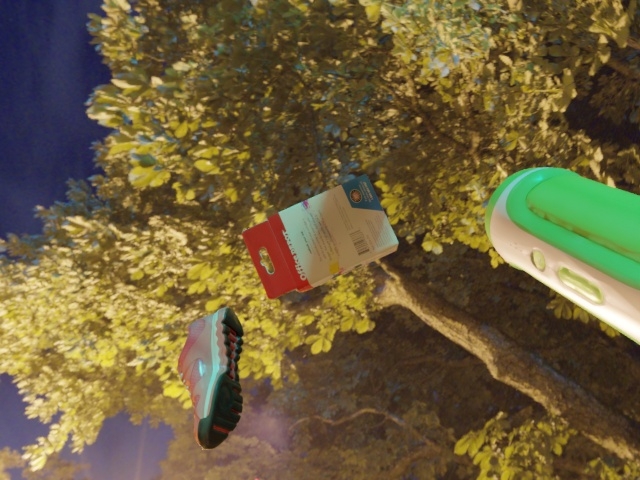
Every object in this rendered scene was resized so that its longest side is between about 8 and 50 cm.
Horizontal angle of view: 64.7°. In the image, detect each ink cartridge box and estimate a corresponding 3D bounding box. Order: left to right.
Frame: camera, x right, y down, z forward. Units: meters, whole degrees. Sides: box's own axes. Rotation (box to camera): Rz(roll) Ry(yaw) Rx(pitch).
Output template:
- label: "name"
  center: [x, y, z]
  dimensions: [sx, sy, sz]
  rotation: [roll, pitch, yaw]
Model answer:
- label: "ink cartridge box"
  center: [0.000, 0.000, 0.859]
  dimensions: [0.231, 0.078, 0.134]
  rotation: [-24, -100, 1]

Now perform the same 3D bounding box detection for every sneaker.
- label: "sneaker"
  center: [-0.251, 0.302, 1.107]
  dimensions: [0.136, 0.313, 0.116]
  rotation: [-15, -41, 15]

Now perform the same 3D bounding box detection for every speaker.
- label: "speaker"
  center: [0.283, 0.016, 0.476]
  dimensions: [0.296, 0.131, 0.131]
  rotation: [-127, -145, -64]
